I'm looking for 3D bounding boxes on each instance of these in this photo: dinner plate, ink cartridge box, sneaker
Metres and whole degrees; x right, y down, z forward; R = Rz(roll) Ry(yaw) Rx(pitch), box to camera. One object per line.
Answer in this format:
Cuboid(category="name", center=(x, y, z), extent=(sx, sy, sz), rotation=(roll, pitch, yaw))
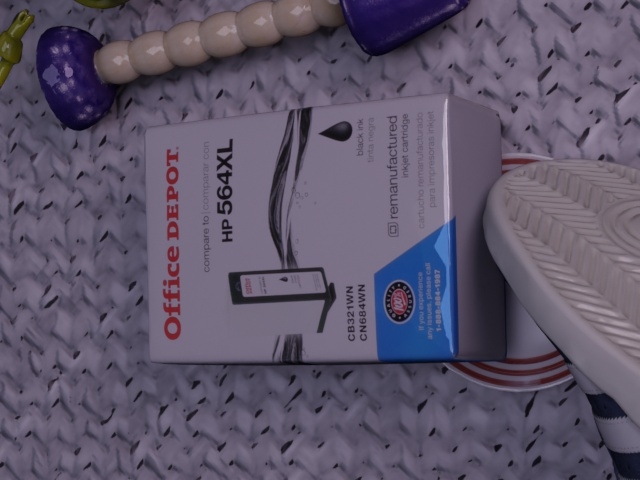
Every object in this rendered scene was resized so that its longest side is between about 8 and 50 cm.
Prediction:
Cuboid(category="dinner plate", center=(0.116, 0.019, 0.796), extent=(0.141, 0.017, 0.141), rotation=(-1, 86, 22))
Cuboid(category="ink cartridge box", center=(0.000, 0.000, 0.793), extent=(0.203, 0.086, 0.148), rotation=(-4, 85, 28))
Cuboid(category="sneaker", center=(0.182, 0.096, 0.668), extent=(0.350, 0.131, 0.148), rotation=(-122, 26, -46))

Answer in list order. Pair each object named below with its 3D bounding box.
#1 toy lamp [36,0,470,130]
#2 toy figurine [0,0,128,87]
Cuboid(category="toy lamp", center=(-0.043, -0.132, 0.834), extent=(0.275, 0.080, 0.080), rotation=(-14, 82, 20))
Cuboid(category="toy figurine", center=(-0.269, -0.290, 0.819), extent=(0.191, 0.217, 0.362), rotation=(-36, 65, 8))
